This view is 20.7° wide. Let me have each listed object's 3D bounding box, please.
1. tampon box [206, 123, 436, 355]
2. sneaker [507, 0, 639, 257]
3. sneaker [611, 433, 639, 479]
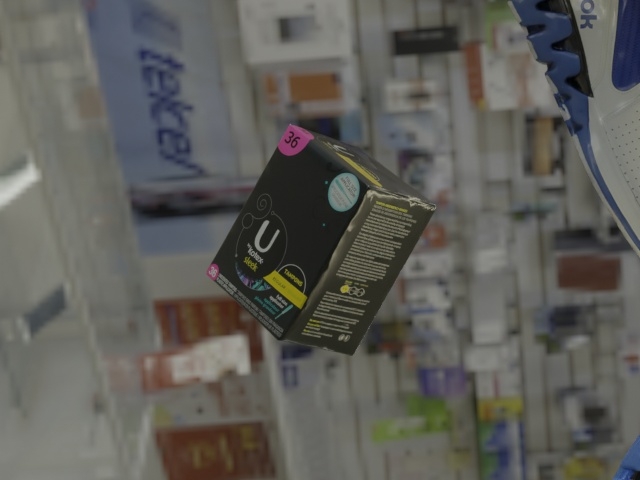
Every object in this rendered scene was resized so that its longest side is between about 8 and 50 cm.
[{"bbox_3d":[0.000,0.000,1.563,0.101,0.120,0.161,15,108,-48],"label":"tampon box"},{"bbox_3d":[0.278,-0.137,1.415,0.315,0.182,0.127,64,11,-3],"label":"sneaker"},{"bbox_3d":[0.213,0.231,1.132,0.081,0.090,0.232,18,94,-62],"label":"sneaker"}]
